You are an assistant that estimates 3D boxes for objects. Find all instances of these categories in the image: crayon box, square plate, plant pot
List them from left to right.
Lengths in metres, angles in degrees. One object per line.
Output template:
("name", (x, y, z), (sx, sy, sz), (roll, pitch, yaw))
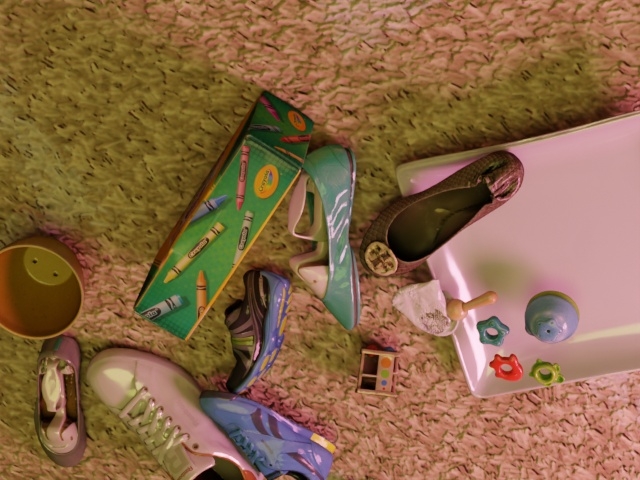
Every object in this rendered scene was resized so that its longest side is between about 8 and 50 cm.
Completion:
("plant pot", (-0.363, 0.047, 1.920), (0.134, 0.095, 0.134), (2, 115, 4))
("crayon box", (-0.117, -0.032, 1.825), (0.081, 0.165, 0.278), (31, 113, -9))
("square plate", (0.306, 0.018, 1.853), (0.344, 0.049, 0.347), (-12, 113, 19))

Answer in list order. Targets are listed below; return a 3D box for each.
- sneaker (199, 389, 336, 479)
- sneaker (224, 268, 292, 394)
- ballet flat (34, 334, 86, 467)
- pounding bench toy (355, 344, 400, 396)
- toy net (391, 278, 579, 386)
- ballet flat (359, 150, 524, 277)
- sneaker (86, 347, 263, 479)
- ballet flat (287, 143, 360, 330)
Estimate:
("sneaker", (-0.077, 0.270, 1.984), (0.209, 0.069, 0.082), (30, 69, -18))
("sneaker", (-0.091, 0.119, 1.955), (0.078, 0.067, 0.188), (24, 118, 17))
("ballet flat", (-0.360, 0.230, 2.019), (0.072, 0.068, 0.213), (5, 115, 3))
("pounding bench toy", (0.075, 0.172, 1.966), (0.052, 0.083, 0.065), (7, 83, 0))
("toy net", (0.204, 0.106, 1.873), (0.232, 0.045, 0.122), (14, 121, 9))
("ballet flat", (0.143, -0.026, 1.811), (0.250, 0.058, 0.084), (-33, 102, 27))
("sneaker", (-0.193, 0.255, 1.987), (0.290, 0.123, 0.106), (36, 114, -10))
("ballet flat", (0.000, 0.000, 1.869), (0.087, 0.083, 0.247), (-9, 110, -17))
